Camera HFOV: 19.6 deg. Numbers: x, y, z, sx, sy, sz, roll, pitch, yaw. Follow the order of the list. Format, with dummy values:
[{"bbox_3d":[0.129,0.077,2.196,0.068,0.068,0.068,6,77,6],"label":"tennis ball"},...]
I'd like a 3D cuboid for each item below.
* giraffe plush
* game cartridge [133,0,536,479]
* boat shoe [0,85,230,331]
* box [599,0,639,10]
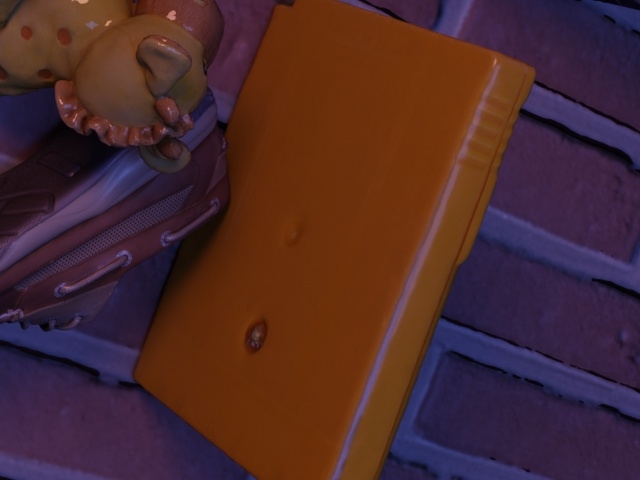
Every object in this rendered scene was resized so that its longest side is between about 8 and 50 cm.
[{"bbox_3d":[-0.139,-0.136,1.181,0.210,0.170,0.181,-60,165,2],"label":"giraffe plush"},{"bbox_3d":[0.000,0.000,1.284,0.052,0.285,0.324,19,95,-34],"label":"game cartridge"},{"bbox_3d":[-0.190,0.012,1.273,0.324,0.123,0.116,-34,123,-17],"label":"boat shoe"},{"bbox_3d":[0.152,-0.291,1.355,0.247,0.163,0.142,30,88,-35],"label":"box"}]
